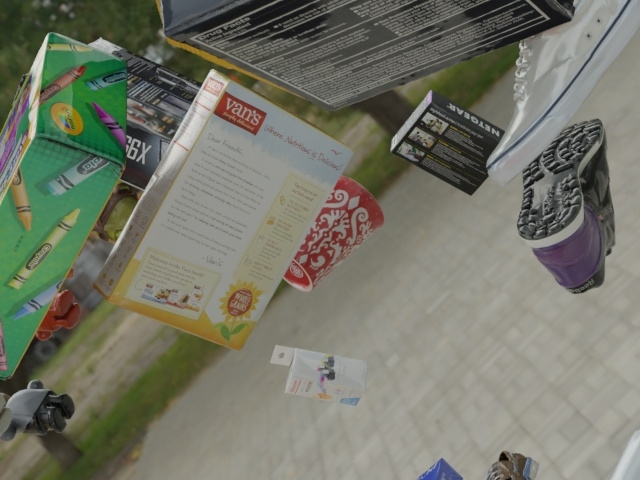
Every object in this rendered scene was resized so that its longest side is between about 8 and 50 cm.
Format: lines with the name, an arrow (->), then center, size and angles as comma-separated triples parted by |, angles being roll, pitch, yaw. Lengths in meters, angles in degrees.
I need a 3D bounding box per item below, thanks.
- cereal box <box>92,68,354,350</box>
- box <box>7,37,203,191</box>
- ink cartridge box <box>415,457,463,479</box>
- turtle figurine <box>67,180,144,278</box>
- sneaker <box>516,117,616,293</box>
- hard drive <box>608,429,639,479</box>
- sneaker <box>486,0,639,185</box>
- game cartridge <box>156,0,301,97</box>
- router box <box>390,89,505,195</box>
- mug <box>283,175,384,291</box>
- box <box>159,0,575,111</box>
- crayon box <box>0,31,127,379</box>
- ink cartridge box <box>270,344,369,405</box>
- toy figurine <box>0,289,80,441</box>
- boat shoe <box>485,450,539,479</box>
cereal box -> -0.091, -0.024, 1.128 | 0.047, 0.173, 0.240 | 34, 95, 50
box -> -0.232, -0.160, 1.489 | 0.307, 0.242, 0.076 | -71, 5, -71
ink cartridge box -> 0.098, 0.385, 1.534 | 0.207, 0.046, 0.097 | -44, 2, 18
turtle figurine -> -0.231, -0.030, 1.389 | 0.269, 0.217, 0.087 | -48, -27, -46
sneaker -> 0.321, -0.041, 1.460 | 0.107, 0.124, 0.283 | -19, 27, 33
hard drive -> 0.395, 0.434, 1.364 | 0.353, 0.233, 0.047 | -54, 5, -25
sneaker -> 0.241, -0.178, 1.196 | 0.258, 0.091, 0.094 | -54, -3, 4
game cartridge -> -0.130, -0.361, 1.917 | 0.285, 0.324, 0.052 | 83, -149, -66
router box -> 0.236, -0.173, 2.070 | 0.133, 0.179, 0.046 | -51, 19, 37
mug -> 0.008, 0.004, 1.844 | 0.169, 0.113, 0.150 | -46, -25, -25
box -> 0.042, -0.281, 1.102 | 0.296, 0.182, 0.294 | -18, -16, 28
crayon box -> -0.266, -0.028, 1.050 | 0.278, 0.081, 0.165 | -55, 28, 31
ink cartridge box -> -0.007, 0.259, 2.206 | 0.104, 0.181, 0.061 | 108, 172, -63
toy figurine -> -0.415, 0.148, 1.437 | 0.148, 0.209, 0.213 | -1, -4, 23
boat shoe -> 0.270, 0.358, 1.675 | 0.066, 0.066, 0.183 | -65, -10, 14
